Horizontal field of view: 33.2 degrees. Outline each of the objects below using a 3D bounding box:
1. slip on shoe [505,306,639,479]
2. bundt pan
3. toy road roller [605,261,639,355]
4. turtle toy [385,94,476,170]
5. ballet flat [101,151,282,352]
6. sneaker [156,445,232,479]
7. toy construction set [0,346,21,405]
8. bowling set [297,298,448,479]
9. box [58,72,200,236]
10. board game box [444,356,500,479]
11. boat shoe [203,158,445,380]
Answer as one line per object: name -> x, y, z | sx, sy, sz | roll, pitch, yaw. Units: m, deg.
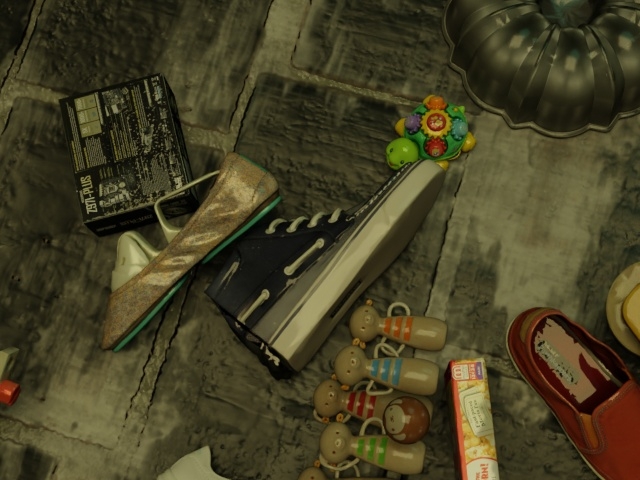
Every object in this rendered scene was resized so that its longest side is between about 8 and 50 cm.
slip on shoe -> 0.356, 0.210, 1.303 | 0.123, 0.101, 0.331 | -40, 78, -7
bundt pan -> 0.326, -0.308, 1.418 | 0.330, 0.124, 0.331 | -1, 77, 4
toy road roller -> 0.509, 0.125, 1.237 | 0.240, 0.202, 0.329 | -40, 76, 7
turtle toy -> 0.141, -0.137, 1.419 | 0.130, 0.066, 0.095 | -40, 77, -5
ballet flat -> -0.190, 0.006, 1.367 | 0.316, 0.107, 0.106 | -43, 97, 6
sneaker -> -0.105, 0.347, 1.324 | 0.094, 0.080, 0.212 | -37, 75, -17
toy construction set -> -0.523, 0.177, 1.366 | 0.327, 0.151, 0.215 | 18, 78, 20
bowling set -> 0.058, 0.193, 1.287 | 0.154, 0.200, 0.287 | 9, 74, 8
box -> -0.255, -0.114, 1.440 | 0.147, 0.077, 0.180 | -15, 76, 0
board game box -> 0.182, 0.246, 1.284 | 0.045, 0.147, 0.194 | -6, 76, 3
boat shoe -> 0.000, 0.000, 1.369 | 0.158, 0.127, 0.340 | 38, 81, 18
